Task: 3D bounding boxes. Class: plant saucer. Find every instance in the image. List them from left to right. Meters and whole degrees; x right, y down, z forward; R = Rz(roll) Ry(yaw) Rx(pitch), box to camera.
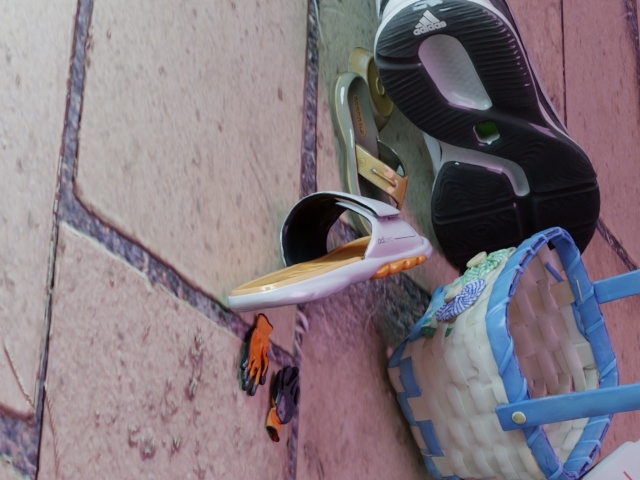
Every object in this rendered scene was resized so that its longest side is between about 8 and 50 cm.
[{"bbox_3d":[0.051,-0.143,1.675,0.083,0.015,0.083,38,46,-55],"label":"plant saucer"}]

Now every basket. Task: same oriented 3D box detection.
[{"bbox_3d":[0.221,0.101,1.604,0.255,0.289,0.201,-50,124,-60],"label":"basket"}]

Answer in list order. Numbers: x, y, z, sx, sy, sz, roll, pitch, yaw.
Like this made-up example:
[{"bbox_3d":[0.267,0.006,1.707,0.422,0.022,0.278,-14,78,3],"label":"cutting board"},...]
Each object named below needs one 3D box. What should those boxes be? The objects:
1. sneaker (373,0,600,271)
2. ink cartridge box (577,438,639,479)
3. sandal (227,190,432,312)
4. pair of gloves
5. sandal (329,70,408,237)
[{"bbox_3d":[0.160,-0.166,1.738,0.447,0.169,0.257,62,18,-50],"label":"sneaker"},{"bbox_3d":[0.258,0.323,1.579,0.353,0.119,0.207,-28,75,-44],"label":"ink cartridge box"},{"bbox_3d":[0.009,-0.001,1.428,0.265,0.102,0.076,-19,100,-63],"label":"sandal"},{"bbox_3d":[-0.038,0.107,1.389,0.083,0.010,0.074,62,30,-33],"label":"pair of gloves"},{"bbox_3d":[0.052,-0.068,1.606,0.072,0.049,0.180,-12,90,-65],"label":"sandal"}]
